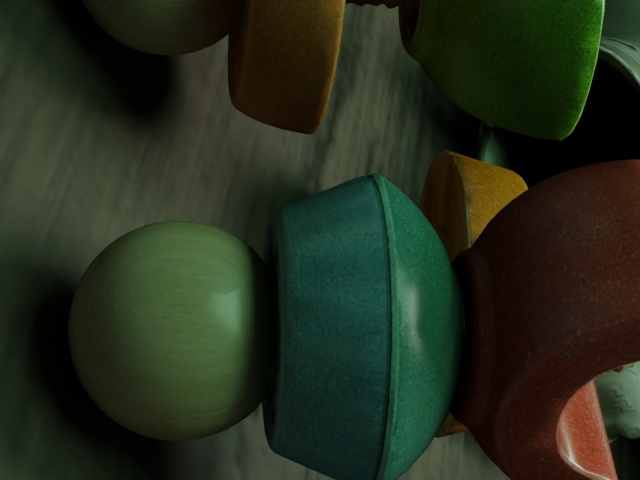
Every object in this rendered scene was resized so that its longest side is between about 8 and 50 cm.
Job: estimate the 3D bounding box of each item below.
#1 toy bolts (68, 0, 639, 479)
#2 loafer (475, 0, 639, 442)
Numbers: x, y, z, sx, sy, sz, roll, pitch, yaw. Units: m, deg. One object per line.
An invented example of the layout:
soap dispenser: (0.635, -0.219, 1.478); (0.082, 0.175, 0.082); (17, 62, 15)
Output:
toy bolts: (0.000, 0.000, 0.588); (0.228, 0.158, 0.218); (-98, -167, -52)
loafer: (0.125, -0.046, 0.833); (0.319, 0.112, 0.111); (-75, 150, -54)
